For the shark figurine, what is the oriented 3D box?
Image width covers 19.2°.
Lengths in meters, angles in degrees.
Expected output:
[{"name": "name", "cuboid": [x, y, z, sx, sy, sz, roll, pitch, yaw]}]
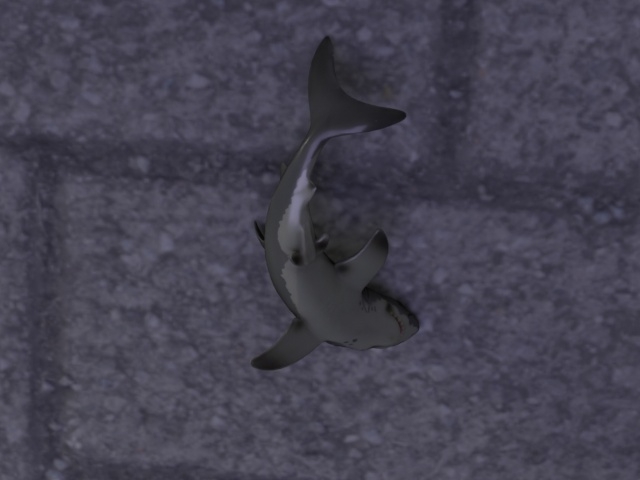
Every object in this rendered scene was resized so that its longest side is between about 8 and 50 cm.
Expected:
[{"name": "shark figurine", "cuboid": [-0.018, -0.012, 1.538, 0.166, 0.116, 0.278, -24, 129, -19]}]
